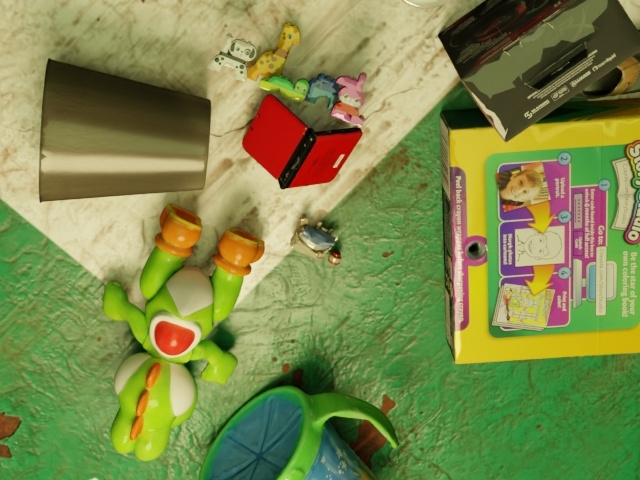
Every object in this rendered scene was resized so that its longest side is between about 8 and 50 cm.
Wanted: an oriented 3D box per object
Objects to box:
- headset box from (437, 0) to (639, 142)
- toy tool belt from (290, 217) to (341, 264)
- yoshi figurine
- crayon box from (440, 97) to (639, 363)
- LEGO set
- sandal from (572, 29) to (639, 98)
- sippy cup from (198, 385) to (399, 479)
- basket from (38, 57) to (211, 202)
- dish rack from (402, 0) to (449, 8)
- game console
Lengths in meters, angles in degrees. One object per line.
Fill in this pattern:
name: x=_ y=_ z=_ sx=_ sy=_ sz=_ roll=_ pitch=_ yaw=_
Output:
headset box: x=0.285 y=-0.260 z=1.862 sx=0.218 sy=0.293 sz=0.110 roll=-35 pitch=108 yaw=10
toy tool belt: x=0.000 y=0.000 z=2.078 sx=0.083 sy=0.052 sz=0.051 roll=22 pitch=117 yaw=-11
yoshi figurine: x=-0.215 y=0.140 z=2.088 sx=0.203 sy=0.203 sz=0.362 roll=15 pitch=98 yaw=-50
crayon box: x=0.339 y=-0.013 z=2.058 sx=0.313 sy=0.106 sz=0.363 roll=-4 pitch=110 yaw=-2
LEGO set: x=-0.033 y=-0.246 z=1.967 sx=0.227 sy=0.087 sz=0.093 roll=20 pitch=102 yaw=-6
sandal: x=0.400 y=-0.241 z=1.997 sx=0.219 sy=0.060 sz=0.090 roll=-7 pitch=111 yaw=1
sippy cup: x=-0.028 y=0.374 z=2.140 sx=0.224 sy=0.240 sz=0.305 roll=41 pitch=143 yaw=-26
basket: x=-0.269 y=-0.143 z=1.965 sx=0.226 sy=0.154 sz=0.204 roll=3 pitch=112 yaw=-7
dish rack: x=0.174 y=-0.507 z=1.882 sx=0.285 sy=0.072 sz=0.333 roll=-25 pitch=110 yaw=8
game console: x=-0.027 y=-0.143 z=2.001 sx=0.124 sy=0.085 sz=0.144 roll=-9 pitch=157 yaw=-25
